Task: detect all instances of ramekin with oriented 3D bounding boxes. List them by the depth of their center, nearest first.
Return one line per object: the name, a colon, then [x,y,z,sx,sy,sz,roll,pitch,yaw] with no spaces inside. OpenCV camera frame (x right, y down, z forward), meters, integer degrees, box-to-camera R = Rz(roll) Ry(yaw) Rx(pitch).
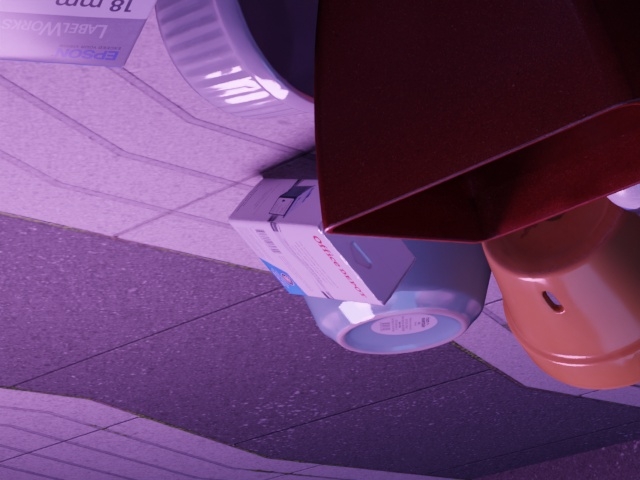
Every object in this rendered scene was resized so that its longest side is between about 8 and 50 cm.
ramekin: [-0.044,-0.199,1.128,0.109,0.207,0.207,-14,158,40]

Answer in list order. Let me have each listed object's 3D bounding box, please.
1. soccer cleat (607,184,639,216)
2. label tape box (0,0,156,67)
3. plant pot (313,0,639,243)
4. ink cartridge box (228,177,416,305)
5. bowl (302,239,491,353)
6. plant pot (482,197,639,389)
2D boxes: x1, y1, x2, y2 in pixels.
soccer cleat: [0.317,-0.136,1.389,0.116,0.143,0.331,-40,-171,20]
label tape box: [-0.258,-0.216,1.065,0.241,0.106,0.333,0,150,-29]
plant pot: [0.148,-0.154,1.068,0.267,0.235,0.267,-22,166,32]
ink cartridge box: [0.000,0.000,1.612,0.191,0.082,0.139,3,139,52]
bowl: [0.101,0.052,1.818,0.312,0.163,0.311,-5,159,-2]
plant pot: [0.333,0.012,1.662,0.291,0.291,0.203,-18,138,28]
